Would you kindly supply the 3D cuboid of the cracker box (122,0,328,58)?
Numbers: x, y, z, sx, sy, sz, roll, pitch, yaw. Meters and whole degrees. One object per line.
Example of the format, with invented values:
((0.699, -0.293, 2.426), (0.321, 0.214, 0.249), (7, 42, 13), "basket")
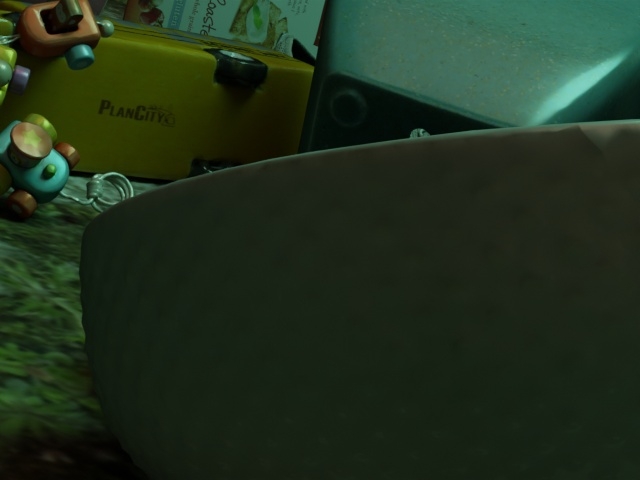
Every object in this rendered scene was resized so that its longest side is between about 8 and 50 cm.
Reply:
((-0.082, -0.207, 1.475), (0.232, 0.155, 0.067), (15, 14, -3), "cracker box")

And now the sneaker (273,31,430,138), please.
((0.053, -0.109, 1.338), (0.281, 0.115, 0.105), (22, 15, 19), "sneaker")

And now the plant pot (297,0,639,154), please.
((0.100, -0.074, 1.033), (0.248, 0.247, 0.252), (20, 30, 14), "plant pot")

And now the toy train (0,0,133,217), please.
((-0.178, -0.097, 0.954), (0.125, 0.166, 0.046), (-8, -20, -26), "toy train")

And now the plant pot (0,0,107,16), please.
((-0.310, -0.275, 1.449), (0.180, 0.201, 0.201), (27, 8, -28), "plant pot")

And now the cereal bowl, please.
((0.078, 0.058, 0.559), (0.339, 0.141, 0.339), (-4, -8, -1), "cereal bowl")

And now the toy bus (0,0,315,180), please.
((-0.151, -0.114, 1.138), (0.333, 0.108, 0.130), (4, 19, -41), "toy bus")
